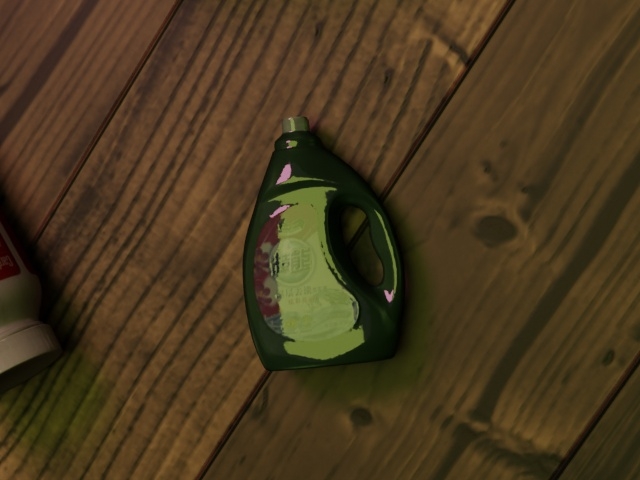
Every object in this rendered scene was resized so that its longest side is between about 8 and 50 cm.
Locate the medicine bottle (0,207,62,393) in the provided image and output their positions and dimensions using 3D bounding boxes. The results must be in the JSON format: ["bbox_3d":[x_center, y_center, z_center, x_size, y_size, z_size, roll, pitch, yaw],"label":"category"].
[{"bbox_3d":[-0.333,0.015,1.383,0.131,0.131,0.250,-32,82,16],"label":"medicine bottle"}]

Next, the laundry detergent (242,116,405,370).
[{"bbox_3d":[0.000,0.000,1.312,0.137,0.063,0.211,-5,88,15],"label":"laundry detergent"}]
